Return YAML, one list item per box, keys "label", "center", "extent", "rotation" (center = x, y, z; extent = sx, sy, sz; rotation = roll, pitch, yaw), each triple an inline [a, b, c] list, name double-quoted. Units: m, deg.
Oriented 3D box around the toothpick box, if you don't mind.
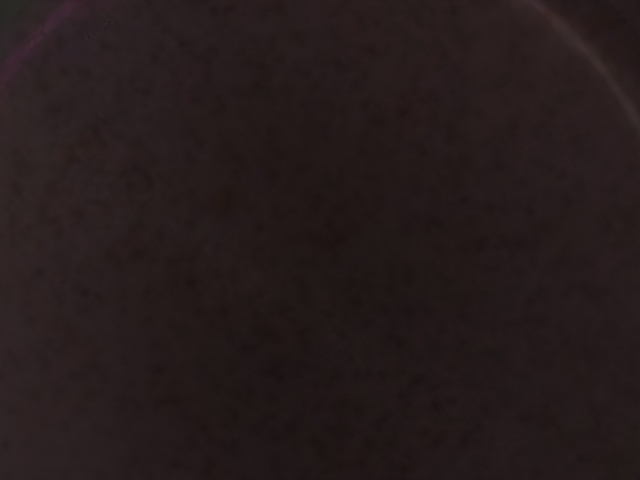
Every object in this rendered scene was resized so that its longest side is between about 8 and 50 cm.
- label: "toothpick box"
  center: [0.000, 0.000, 0.594]
  extent: [0.409, 0.408, 0.425]
  rotation: [-16, -177, 4]
